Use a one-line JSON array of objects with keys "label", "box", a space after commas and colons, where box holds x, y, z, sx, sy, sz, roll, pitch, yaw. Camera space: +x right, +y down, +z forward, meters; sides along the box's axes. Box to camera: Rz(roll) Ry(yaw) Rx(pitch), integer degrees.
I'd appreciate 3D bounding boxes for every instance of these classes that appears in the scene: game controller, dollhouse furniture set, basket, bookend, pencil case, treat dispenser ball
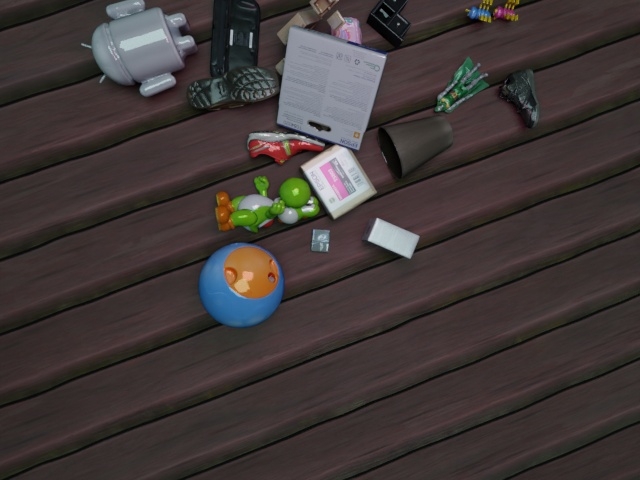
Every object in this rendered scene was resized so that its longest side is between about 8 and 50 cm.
[{"label": "game controller", "box": [-0.307, -0.725, 1.479, 0.167, 0.067, 0.319, 3, 92, -19]}, {"label": "dollhouse furniture set", "box": [0.036, -0.634, 1.448, 0.303, 0.173, 0.355, -30, 109, 33]}, {"label": "basket", "box": [0.354, -0.358, 1.498, 0.227, 0.154, 0.204, -23, 95, -7]}, {"label": "bookend", "box": [0.281, -0.830, 1.511, 0.157, 0.072, 0.156, 39, 88, -6]}, {"label": "pencil case", "box": [0.116, -0.646, 1.477, 0.124, 0.124, 0.284, -12, 90, -4]}, {"label": "treat dispenser ball", "box": [-0.266, 0.151, 1.391, 0.288, 0.288, 0.288, 0, 92, -5]}]

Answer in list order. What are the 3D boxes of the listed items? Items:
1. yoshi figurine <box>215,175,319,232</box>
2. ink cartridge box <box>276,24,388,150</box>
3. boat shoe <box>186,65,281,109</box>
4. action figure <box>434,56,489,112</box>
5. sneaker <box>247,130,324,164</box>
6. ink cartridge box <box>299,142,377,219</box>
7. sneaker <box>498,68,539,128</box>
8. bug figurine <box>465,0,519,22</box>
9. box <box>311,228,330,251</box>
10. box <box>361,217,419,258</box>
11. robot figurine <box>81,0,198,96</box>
[{"label": "yoshi figurine", "box": [-0.184, -0.142, 1.440, 0.362, 0.203, 0.203, -6, 86, -8]}, {"label": "ink cartridge box", "box": [0.028, -0.509, 1.386, 0.324, 0.071, 0.330, 20, 130, 6]}, {"label": "boat shoe", "box": [-0.302, -0.532, 1.446, 0.324, 0.120, 0.122, -7, 97, 1]}, {"label": "action figure", "box": [0.522, -0.566, 1.549, 0.232, 0.063, 0.137, -43, 98, 1]}, {"label": "sneaker", "box": [-0.125, -0.337, 1.496, 0.279, 0.107, 0.118, 3, 110, -2]}, {"label": "ink cartridge box", "box": [0.063, -0.220, 1.506, 0.193, 0.088, 0.234, -33, 95, -4]}, {"label": "sneaker", "box": [0.750, -0.531, 1.556, 0.130, 0.087, 0.227, -10, 90, -3]}, {"label": "bug figurine", "box": [0.655, -0.928, 1.539, 0.216, 0.072, 0.278, 11, 86, -11]}, {"label": "box", "box": [0.000, 0.000, 1.543, 0.067, 0.018, 0.083, 5, 91, -5]}, {"label": "box", "box": [0.254, -0.009, 1.508, 0.171, 0.130, 0.091, 23, 89, -6]}, {"label": "robot figurine", "box": [-0.601, -0.647, 1.378, 0.354, 0.200, 0.299, -19, 101, -4]}]
